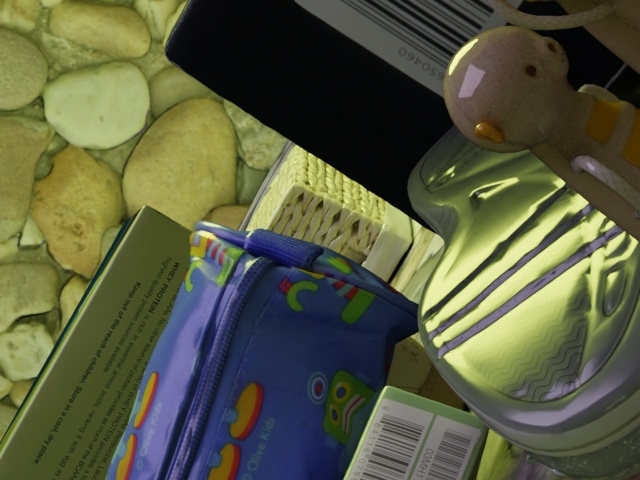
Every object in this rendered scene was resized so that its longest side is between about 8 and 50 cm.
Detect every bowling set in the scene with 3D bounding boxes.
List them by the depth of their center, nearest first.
[{"bbox_3d":[0.160,-0.127,0.701,0.200,0.154,0.287,-57,8,27],"label":"bowling set"}]

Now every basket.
[{"bbox_3d":[0.000,0.000,1.564,0.113,0.103,0.167,-60,8,13],"label":"basket"}]

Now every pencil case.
[{"bbox_3d":[-0.054,0.140,0.915,0.133,0.119,0.306,54,-124,-71],"label":"pencil case"}]

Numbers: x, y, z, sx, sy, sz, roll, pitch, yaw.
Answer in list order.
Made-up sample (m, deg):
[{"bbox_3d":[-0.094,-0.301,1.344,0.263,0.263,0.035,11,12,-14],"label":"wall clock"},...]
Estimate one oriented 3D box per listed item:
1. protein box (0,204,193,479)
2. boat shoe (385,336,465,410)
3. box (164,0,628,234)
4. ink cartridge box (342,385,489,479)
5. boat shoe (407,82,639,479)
[{"bbox_3d":[-0.072,0.118,1.175,0.200,0.201,0.136,-61,7,-8],"label":"protein box"},{"bbox_3d":[-0.042,0.195,1.043,0.341,0.110,0.121,-57,18,-1],"label":"boat shoe"},{"bbox_3d":[0.121,-0.240,1.117,0.293,0.212,0.395,-55,4,40],"label":"box"},{"bbox_3d":[0.012,0.197,0.875,0.235,0.056,0.171,94,-163,-52],"label":"ink cartridge box"},{"bbox_3d":[0.107,0.017,0.807,0.118,0.103,0.320,-40,15,7],"label":"boat shoe"}]
